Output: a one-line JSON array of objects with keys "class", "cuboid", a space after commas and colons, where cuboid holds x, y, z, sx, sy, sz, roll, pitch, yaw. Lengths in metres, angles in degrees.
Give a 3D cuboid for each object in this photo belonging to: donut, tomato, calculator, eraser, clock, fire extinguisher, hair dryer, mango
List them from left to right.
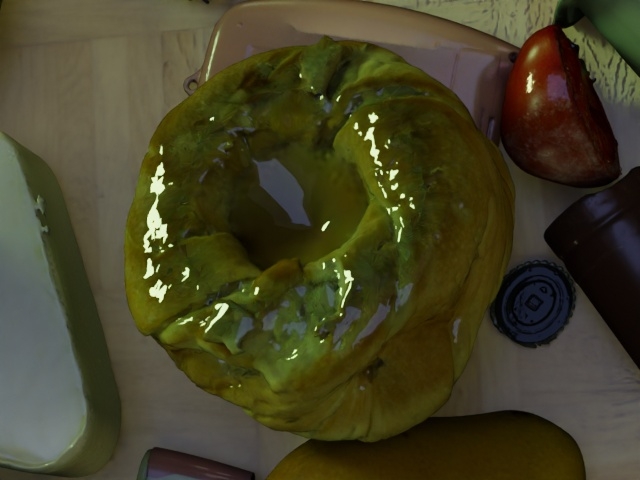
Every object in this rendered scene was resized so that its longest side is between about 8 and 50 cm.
[{"class": "eraser", "cuboid": [-0.367, 0.087, 1.778, 0.331, 0.150, 0.331, -1, 80, 6]}, {"class": "hair dryer", "cuboid": [-0.126, 0.276, 1.766, 0.106, 0.054, 0.154, 13, 93, 6]}, {"class": "donut", "cuboid": [0.000, 0.000, 1.658, 0.360, 0.170, 0.360, -10, 61, 18]}, {"class": "calculator", "cuboid": [0.025, -0.123, 1.804, 0.329, 0.048, 0.220, 9, 83, 12]}, {"class": "mango", "cuboid": [0.089, 0.253, 1.673, 0.317, 0.173, 0.211, -16, 67, -7]}, {"class": "clock", "cuboid": [0.198, 0.057, 1.766, 0.074, 0.010, 0.083, 37, 88, 13]}, {"class": "tomato", "cuboid": [0.206, -0.114, 1.725, 0.091, 0.159, 0.139, -18, 37, 16]}, {"class": "fire extinguisher", "cuboid": [0.341, 0.094, 1.677, 0.114, 0.135, 0.337, -32, 78, -17]}]

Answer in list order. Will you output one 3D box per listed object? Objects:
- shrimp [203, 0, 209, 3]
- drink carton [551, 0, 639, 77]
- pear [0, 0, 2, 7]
[{"class": "shrimp", "cuboid": [-0.129, -0.282, 1.840, 0.233, 0.079, 0.090, 19, 89, 6]}, {"class": "drink carton", "cuboid": [0.332, -0.197, 1.707, 0.185, 0.191, 0.189, -36, 84, -1]}, {"class": "pear", "cuboid": [-0.430, -0.201, 1.829, 0.164, 0.238, 0.255, 21, 108, 52]}]
